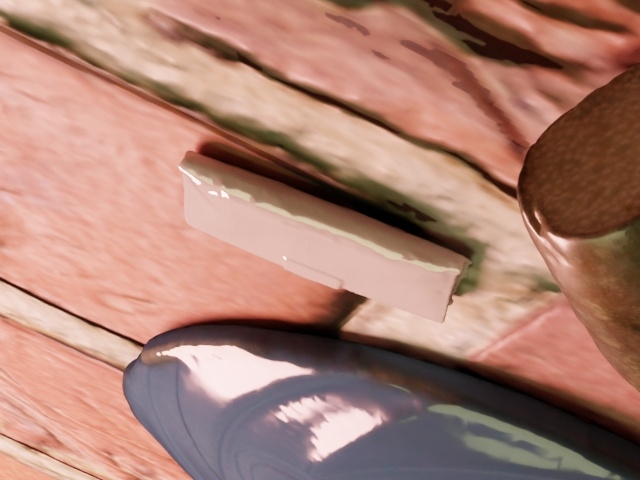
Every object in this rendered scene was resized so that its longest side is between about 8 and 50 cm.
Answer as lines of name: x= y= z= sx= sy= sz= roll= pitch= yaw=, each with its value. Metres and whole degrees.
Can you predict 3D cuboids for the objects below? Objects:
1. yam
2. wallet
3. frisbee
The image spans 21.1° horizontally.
yam: x=0.118 y=0.052 z=0.416 sx=0.061 sy=0.061 sz=0.274 roll=6 pitch=152 yaw=38
wallet: x=0.000 y=0.000 z=0.476 sx=0.083 sy=0.011 sz=0.044 roll=21 pitch=159 yaw=5
frisbee: x=0.052 y=0.120 z=0.655 sx=0.289 sy=0.049 sz=0.289 roll=20 pitch=158 yaw=8
